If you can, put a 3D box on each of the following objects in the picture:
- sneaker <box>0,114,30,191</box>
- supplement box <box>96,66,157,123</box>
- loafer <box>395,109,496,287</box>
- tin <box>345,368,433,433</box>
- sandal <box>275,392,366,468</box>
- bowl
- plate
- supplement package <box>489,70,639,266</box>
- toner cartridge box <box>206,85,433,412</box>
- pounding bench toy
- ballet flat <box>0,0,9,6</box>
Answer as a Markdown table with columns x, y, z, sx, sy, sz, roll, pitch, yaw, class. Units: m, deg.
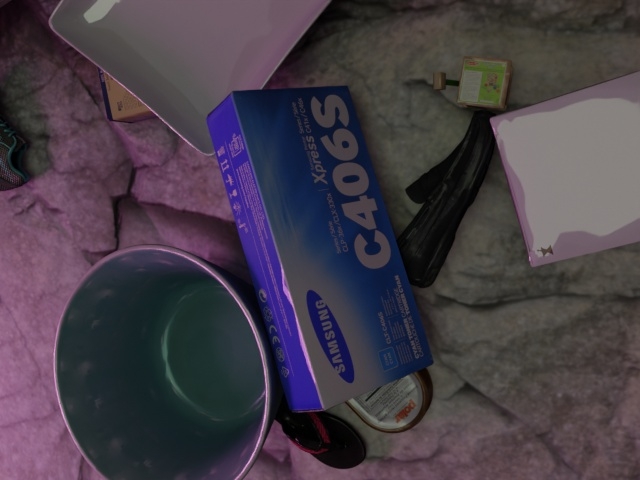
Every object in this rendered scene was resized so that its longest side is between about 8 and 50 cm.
| x | y | z | sx | sy | sz | roll | pitch | yaw | class |
| --- | --- | --- | --- | --- | --- | --- | --- | --- | --- |
| -0.473 | -0.151 | 0.953 | 0.076 | 0.065 | 0.166 | -7 | 98 | 2 | sneaker |
| -0.244 | -0.208 | 0.867 | 0.083 | 0.056 | 0.083 | -10 | 93 | 17 | supplement box |
| 0.138 | -0.051 | 0.753 | 0.078 | 0.076 | 0.223 | 25 | 109 | 9 | loafer |
| 0.059 | 0.164 | 0.827 | 0.190 | 0.040 | 0.106 | 44 | 111 | 8 | tin |
| -0.022 | 0.248 | 0.859 | 0.179 | 0.040 | 0.067 | 34 | 104 | 11 | sandal |
| -0.164 | 0.157 | 0.820 | 0.311 | 0.163 | 0.311 | 1 | 92 | 23 | bowl |
| -0.151 | -0.290 | 0.789 | 0.277 | 0.045 | 0.278 | 39 | 99 | 6 | plate |
| 0.254 | -0.069 | 0.627 | 0.134 | 0.244 | 0.139 | -16 | 92 | 19 | supplement package |
| 0.000 | 0.000 | 0.735 | 0.075 | 0.165 | 0.348 | -25 | 81 | 55 | toner cartridge box |
| 0.173 | -0.178 | 0.734 | 0.083 | 0.065 | 0.052 | 10 | 100 | 16 | pounding bench toy |
| -0.453 | -0.384 | 0.892 | 0.095 | 0.096 | 0.280 | 46 | 106 | 3 | ballet flat |
